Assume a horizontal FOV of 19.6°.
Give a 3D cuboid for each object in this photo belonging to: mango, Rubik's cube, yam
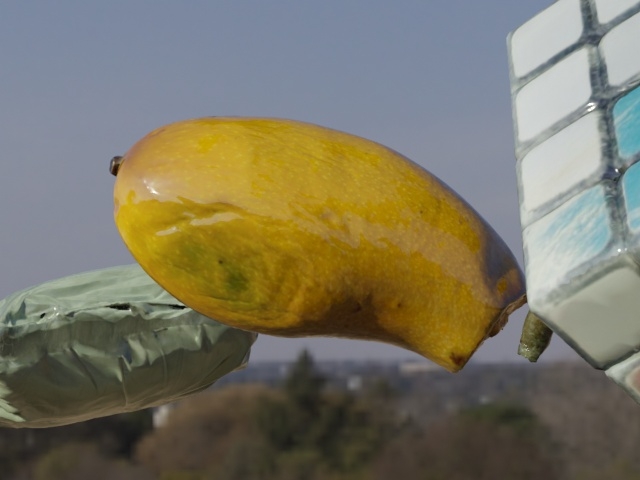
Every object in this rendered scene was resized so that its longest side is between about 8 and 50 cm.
[{"bbox_3d":[0.002,-0.003,1.505,0.359,0.187,0.144,13,-31,-14],"label":"mango"},{"bbox_3d":[0.278,-0.034,1.036,0.259,0.256,0.253,-33,-57,24],"label":"Rubik's cube"},{"bbox_3d":[0.166,0.024,1.315,0.027,0.129,0.033,-8,33,-46],"label":"yam"}]

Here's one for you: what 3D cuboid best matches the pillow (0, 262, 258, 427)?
[{"bbox_3d":[-0.216,0.106,1.845,0.310,0.138,0.283,-11,-9,-24],"label":"pillow"}]
